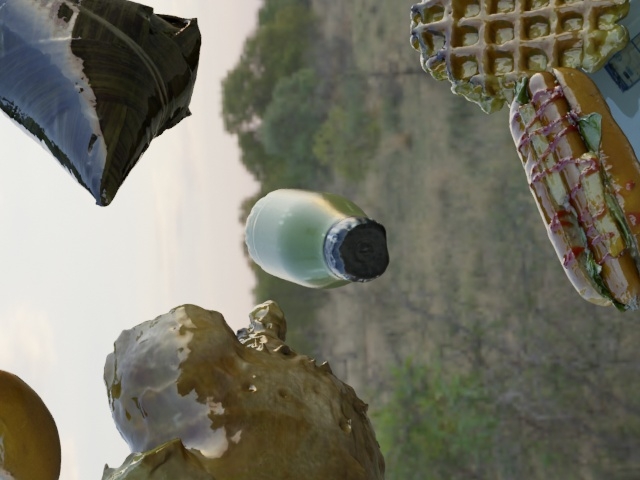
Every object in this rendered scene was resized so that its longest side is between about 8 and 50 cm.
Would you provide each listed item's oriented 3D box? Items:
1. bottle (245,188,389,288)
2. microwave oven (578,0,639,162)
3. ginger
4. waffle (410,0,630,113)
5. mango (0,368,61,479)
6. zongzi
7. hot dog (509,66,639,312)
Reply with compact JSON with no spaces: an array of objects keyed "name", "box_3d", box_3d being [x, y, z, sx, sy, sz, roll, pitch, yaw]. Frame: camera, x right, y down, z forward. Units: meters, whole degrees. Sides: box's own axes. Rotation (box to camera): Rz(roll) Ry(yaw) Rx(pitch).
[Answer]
[{"name":"bottle","box_3d":[0.000,0.000,1.273,0.260,0.112,0.112,-166,73,-68]},{"name":"microwave oven","box_3d":[0.461,-0.111,1.332,0.218,0.286,0.355,-12,-116,-55]},{"name":"ginger","box_3d":[-0.033,0.110,0.487,0.102,0.157,0.216,-42,29,35]},{"name":"waffle","box_3d":[0.223,-0.248,1.214,0.243,0.238,0.059,41,177,34]},{"name":"mango","box_3d":[-0.332,0.216,1.210,0.098,0.075,0.190,-43,-54,-38]},{"name":"zongzi","box_3d":[-0.171,-0.089,0.597,0.184,0.187,0.084,-74,1,-59]},{"name":"hot dog","box_3d":[0.236,-0.050,0.994,0.076,0.104,0.250,22,-133,-47]}]
